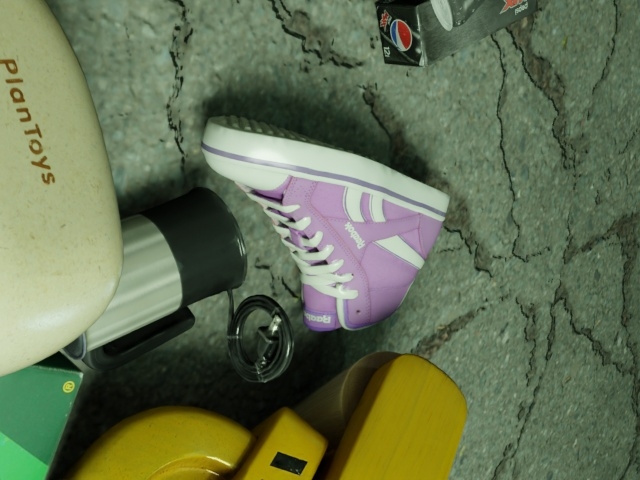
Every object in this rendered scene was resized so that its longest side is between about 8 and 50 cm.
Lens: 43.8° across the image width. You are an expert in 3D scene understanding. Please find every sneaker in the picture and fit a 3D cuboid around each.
[{"bbox_3d":[0.001,0.000,0.676,0.282,0.102,0.161,18,96,-44],"label":"sneaker"}]

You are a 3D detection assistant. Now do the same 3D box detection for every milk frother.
[{"bbox_3d":[-0.109,0.049,0.564,0.134,0.143,0.129,-25,125,-33],"label":"milk frother"}]

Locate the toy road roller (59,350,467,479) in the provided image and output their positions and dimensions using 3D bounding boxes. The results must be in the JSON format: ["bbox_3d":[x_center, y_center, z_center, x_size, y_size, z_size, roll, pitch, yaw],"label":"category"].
[{"bbox_3d":[-0.057,0.197,0.623,0.240,0.202,0.330,40,48,-5],"label":"toy road roller"}]

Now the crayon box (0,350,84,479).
[{"bbox_3d":[-0.345,0.201,0.430,0.313,0.106,0.363,19,92,-44],"label":"crayon box"}]

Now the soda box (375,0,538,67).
[{"bbox_3d":[0.131,-0.218,0.743,0.168,0.053,0.060,-32,124,-30],"label":"soda box"}]

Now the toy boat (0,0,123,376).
[{"bbox_3d":[-0.244,-0.046,0.377,0.318,0.148,0.268,-14,89,-62],"label":"toy boat"}]
